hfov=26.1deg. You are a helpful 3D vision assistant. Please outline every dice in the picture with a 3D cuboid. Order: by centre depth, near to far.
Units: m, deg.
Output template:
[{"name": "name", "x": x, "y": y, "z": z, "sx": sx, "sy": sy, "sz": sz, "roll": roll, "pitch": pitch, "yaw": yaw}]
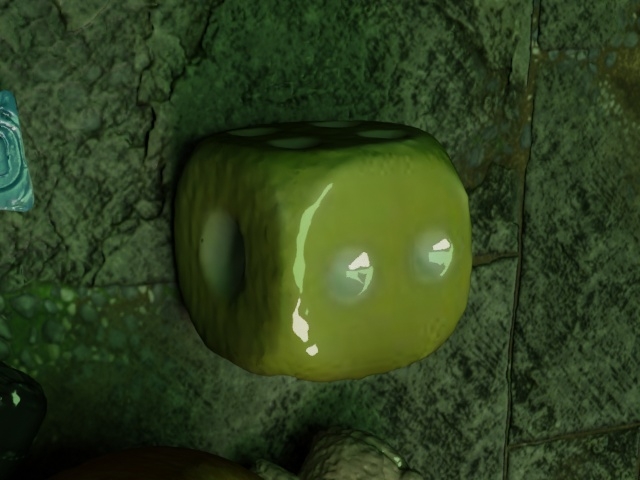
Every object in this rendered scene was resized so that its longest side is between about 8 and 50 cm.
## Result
[{"name": "dice", "x": 0.000, "y": 0.000, "z": 1.409, "sx": 0.233, "sy": 0.238, "sz": 0.227, "roll": -10, "pitch": 106, "yaw": -33}]

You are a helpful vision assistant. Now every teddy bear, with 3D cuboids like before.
[{"name": "teddy bear", "x": -0.001, "y": 0.336, "z": 1.520, "sx": 0.236, "sy": 0.151, "sz": 0.267, "roll": 45, "pitch": 75, "yaw": -15}]

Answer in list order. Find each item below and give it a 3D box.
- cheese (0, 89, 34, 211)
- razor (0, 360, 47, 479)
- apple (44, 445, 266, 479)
[{"name": "cheese", "x": -0.381, "y": -0.058, "z": 1.253, "sx": 0.244, "sy": 0.052, "sz": 0.135, "roll": -16, "pitch": 108, "yaw": -31}, {"name": "razor", "x": -0.395, "y": 0.247, "z": 1.267, "sx": 0.189, "sy": 0.107, "sz": 0.327, "roll": 30, "pitch": 87, "yaw": -36}, {"name": "apple", "x": -0.152, "y": 0.372, "z": 1.239, "sx": 0.346, "sy": 0.391, "sz": 0.391, "roll": -35, "pitch": 125, "yaw": 21}]
